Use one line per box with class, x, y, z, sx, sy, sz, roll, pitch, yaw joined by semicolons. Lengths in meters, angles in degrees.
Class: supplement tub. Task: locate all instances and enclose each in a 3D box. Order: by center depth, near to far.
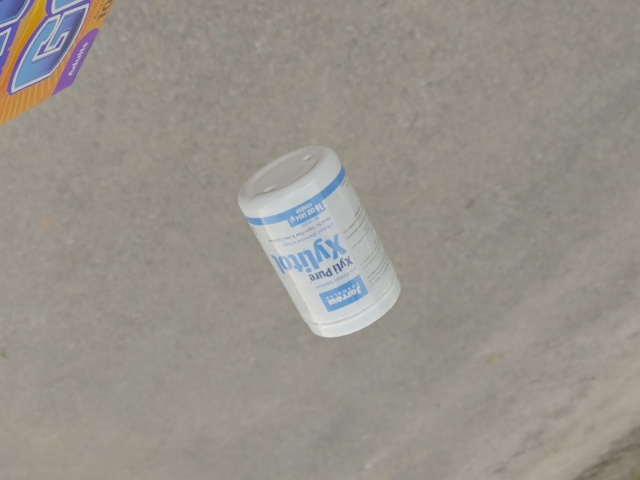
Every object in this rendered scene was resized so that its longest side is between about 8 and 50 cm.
supplement tub;0.000;0.000;0.636;0.071;0.071;0.107;-26;113;6

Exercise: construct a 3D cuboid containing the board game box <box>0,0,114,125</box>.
board game box;-0.357;-0.310;0.782;0.356;0.356;0.356;-53;-179;31
